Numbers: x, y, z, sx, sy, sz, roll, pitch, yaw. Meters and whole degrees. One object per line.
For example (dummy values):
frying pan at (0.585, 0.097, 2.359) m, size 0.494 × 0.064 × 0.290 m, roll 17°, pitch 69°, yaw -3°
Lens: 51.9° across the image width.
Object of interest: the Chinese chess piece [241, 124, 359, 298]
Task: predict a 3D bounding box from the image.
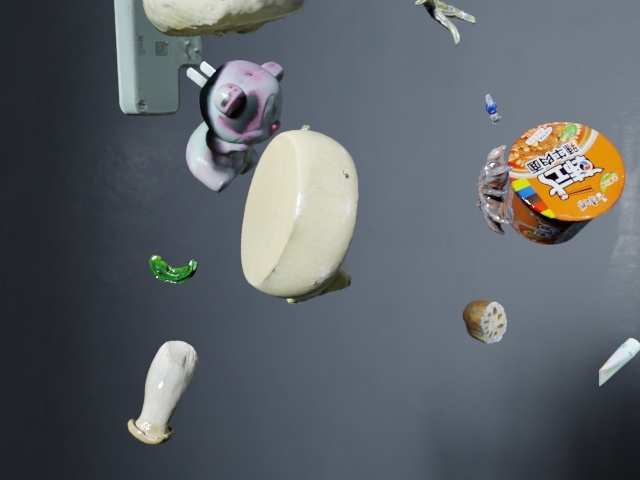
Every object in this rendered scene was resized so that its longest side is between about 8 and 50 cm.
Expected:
Chinese chess piece at (-0.039, -0.041, 1.040) m, size 0.273 × 0.102 × 0.273 m, roll -169°, pitch 90°, yaw -67°

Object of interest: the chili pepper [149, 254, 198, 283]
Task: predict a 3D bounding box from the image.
chili pepper at (-0.431, 0.085, 1.913) m, size 0.050 × 0.182 × 0.073 m, roll 35°, pitch -115°, yaw -56°

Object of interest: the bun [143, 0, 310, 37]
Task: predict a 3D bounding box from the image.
bun at (-0.147, -0.394, 0.991) m, size 0.273 × 0.272 × 0.168 m, roll -115°, pitch 12°, yaw -66°

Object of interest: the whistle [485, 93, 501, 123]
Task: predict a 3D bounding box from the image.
whistle at (0.455, -0.347, 1.735) m, size 0.083 × 0.033 × 0.029 m, roll 63°, pitch 167°, yaw -25°

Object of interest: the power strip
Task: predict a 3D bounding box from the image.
power strip at (-0.318, -0.384, 1.315) m, size 0.059 × 0.193 × 0.265 m, roll 10°, pitch 106°, yaw 34°

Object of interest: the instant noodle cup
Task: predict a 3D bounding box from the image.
instant noodle cup at (0.535, -0.117, 1.505) m, size 0.192 × 0.250 × 0.250 m, roll 82°, pitch -175°, yaw -65°

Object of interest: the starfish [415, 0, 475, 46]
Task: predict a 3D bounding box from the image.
starfish at (0.220, -0.471, 1.280) m, size 0.053 × 0.176 × 0.208 m, roll -36°, pitch 86°, yaw 33°

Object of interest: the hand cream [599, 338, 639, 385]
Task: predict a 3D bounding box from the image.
hand cream at (0.910, 0.369, 2.015) m, size 0.047 × 0.174 × 0.076 m, roll 33°, pitch 152°, yaw 46°

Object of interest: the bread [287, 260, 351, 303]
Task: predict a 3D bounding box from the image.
bread at (0.000, -0.001, 1.342) m, size 0.168 × 0.163 × 0.264 m, roll 67°, pitch 156°, yaw 20°

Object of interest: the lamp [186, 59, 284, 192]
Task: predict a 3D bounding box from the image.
lamp at (-0.220, -0.294, 1.553) m, size 0.247 × 0.247 × 0.301 m, roll -42°, pitch -10°, yaw -48°

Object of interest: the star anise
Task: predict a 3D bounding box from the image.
star anise at (0.270, -0.078, 1.031) m, size 0.141 × 0.042 × 0.141 m, roll 0°, pitch -90°, yaw -86°

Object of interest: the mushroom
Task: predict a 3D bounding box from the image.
mushroom at (-0.321, 0.313, 1.365) m, size 0.097 × 0.088 × 0.213 m, roll 37°, pitch -117°, yaw -56°

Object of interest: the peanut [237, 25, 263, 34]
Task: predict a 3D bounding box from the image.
peanut at (-0.137, -0.587, 1.482) m, size 0.313 × 0.149 × 0.149 m, roll -31°, pitch 51°, yaw 43°

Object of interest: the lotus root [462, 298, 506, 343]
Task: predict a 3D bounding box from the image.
lotus root at (0.461, 0.222, 1.838) m, size 0.081 × 0.112 × 0.122 m, roll 12°, pitch 131°, yaw 54°
